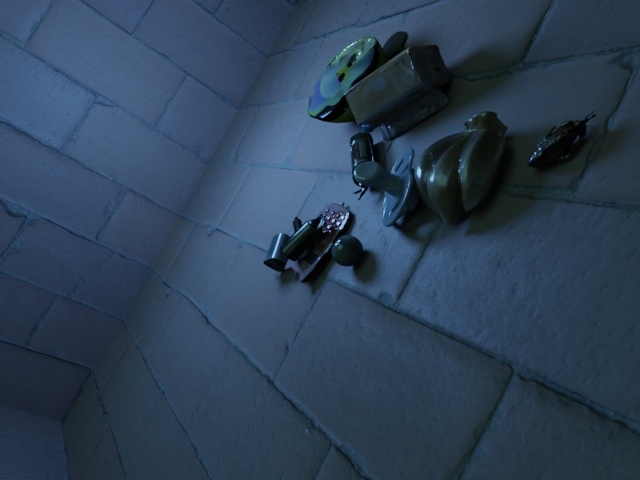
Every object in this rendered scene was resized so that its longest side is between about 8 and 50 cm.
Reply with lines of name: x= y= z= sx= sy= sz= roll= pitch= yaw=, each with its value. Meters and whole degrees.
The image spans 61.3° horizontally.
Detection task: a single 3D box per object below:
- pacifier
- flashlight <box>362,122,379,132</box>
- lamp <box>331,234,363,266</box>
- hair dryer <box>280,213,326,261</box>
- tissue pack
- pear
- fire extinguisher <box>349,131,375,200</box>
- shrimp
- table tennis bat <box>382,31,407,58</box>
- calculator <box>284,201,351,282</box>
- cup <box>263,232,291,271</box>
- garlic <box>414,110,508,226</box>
pacifier: x=0.198 y=-0.173 z=1.681 sx=0.227 sy=0.207 sz=0.279 roll=126 pitch=161 yaw=-48
flashlight: x=0.195 y=-0.440 z=2.035 sx=0.051 sy=0.051 sz=0.129 roll=-38 pitch=2 yaw=33
lamp: x=0.087 y=0.034 z=1.764 sx=0.105 sy=0.105 sz=0.105 roll=-37 pitch=37 yaw=34
hair dryer: x=-0.066 y=-0.054 z=2.033 sx=0.195 sy=0.078 sz=0.248 roll=-45 pitch=26 yaw=13
tissue pack: x=0.283 y=-0.502 z=1.876 sx=0.306 sy=0.239 sz=0.238 roll=-25 pitch=44 yaw=44
pear: x=0.141 y=-0.625 z=2.211 sx=0.399 sy=0.165 sz=0.398 roll=-36 pitch=37 yaw=34
fire extinguisher: x=0.156 y=-0.269 z=1.942 sx=0.118 sy=0.093 sz=0.294 roll=-35 pitch=38 yaw=32
shrimp: x=0.584 y=-0.242 z=1.305 sx=0.190 sy=0.075 sz=0.073 roll=-49 pitch=-1 yaw=30
table tennis bat: x=0.318 y=-0.811 z=2.263 sx=0.131 sy=0.022 sz=0.234 roll=-49 pitch=29 yaw=15
calculator: x=0.000 y=0.000 z=1.989 sx=0.329 sy=0.048 sz=0.220 roll=-57 pitch=29 yaw=0
cup: x=-0.166 y=0.055 z=2.139 sx=0.128 sy=0.095 sz=0.129 roll=-24 pitch=42 yaw=48
garlic: x=0.379 y=-0.205 z=1.523 sx=0.325 sy=0.132 sz=0.279 roll=-57 pitch=20 yaw=-7
